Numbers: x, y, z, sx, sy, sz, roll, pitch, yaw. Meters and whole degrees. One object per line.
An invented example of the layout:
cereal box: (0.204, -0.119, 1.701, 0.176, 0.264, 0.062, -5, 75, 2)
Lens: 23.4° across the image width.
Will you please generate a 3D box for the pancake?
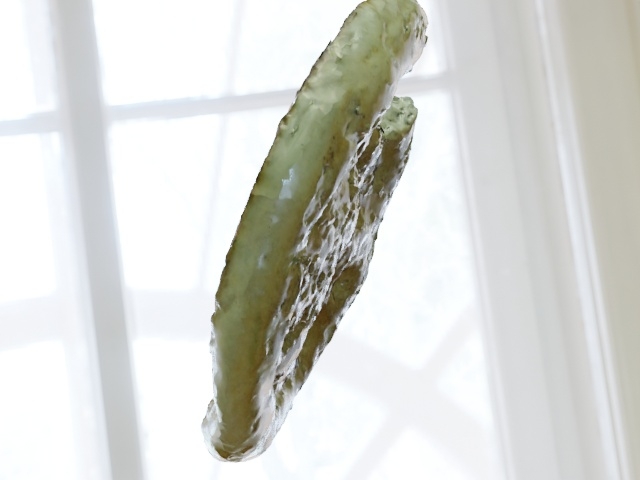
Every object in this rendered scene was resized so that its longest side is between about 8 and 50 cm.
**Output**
pancake: (0.000, 0.000, 0.780, 0.037, 0.253, 0.253, 21, -2, 10)
